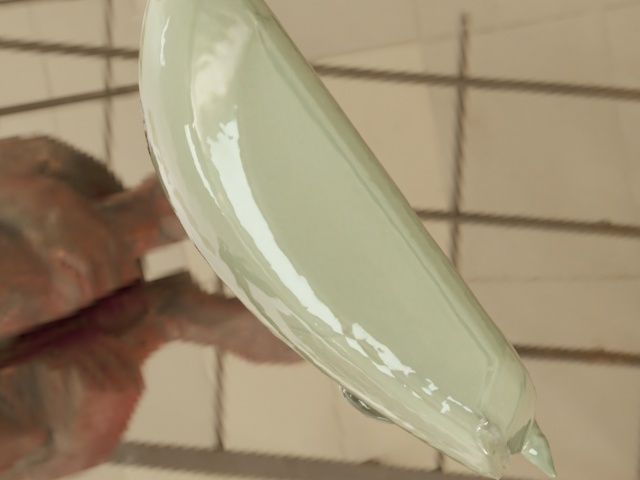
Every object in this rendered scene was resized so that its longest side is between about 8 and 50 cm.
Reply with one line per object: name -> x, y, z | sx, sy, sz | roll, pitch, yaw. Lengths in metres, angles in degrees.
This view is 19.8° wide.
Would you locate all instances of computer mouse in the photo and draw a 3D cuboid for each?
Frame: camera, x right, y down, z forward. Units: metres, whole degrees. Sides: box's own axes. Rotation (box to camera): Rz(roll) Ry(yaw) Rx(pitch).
computer mouse -> 0.000, 0.000, 0.501 | 0.056, 0.089, 0.181 | -36, 93, 6
